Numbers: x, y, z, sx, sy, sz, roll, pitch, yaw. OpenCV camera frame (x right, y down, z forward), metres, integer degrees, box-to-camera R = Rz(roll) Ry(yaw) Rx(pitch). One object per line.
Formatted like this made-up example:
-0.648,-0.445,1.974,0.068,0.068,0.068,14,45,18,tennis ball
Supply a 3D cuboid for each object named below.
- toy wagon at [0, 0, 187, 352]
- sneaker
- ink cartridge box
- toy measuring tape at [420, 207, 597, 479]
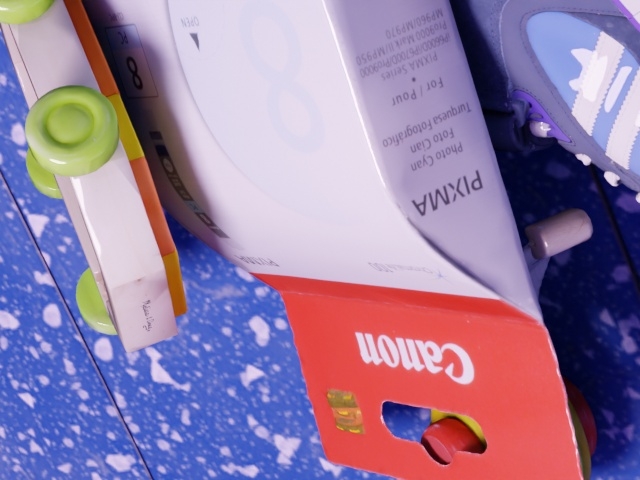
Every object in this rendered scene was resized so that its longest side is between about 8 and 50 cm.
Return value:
-0.180,-0.097,1.248,0.267,0.068,0.344,90,158,-64,toy wagon
0.175,-0.079,1.089,0.323,0.130,0.236,51,142,-13,sneaker
0.000,0.000,1.152,0.308,0.091,0.385,4,113,58,ink cartridge box
0.140,0.108,1.190,0.121,0.121,0.330,33,148,10,toy measuring tape
